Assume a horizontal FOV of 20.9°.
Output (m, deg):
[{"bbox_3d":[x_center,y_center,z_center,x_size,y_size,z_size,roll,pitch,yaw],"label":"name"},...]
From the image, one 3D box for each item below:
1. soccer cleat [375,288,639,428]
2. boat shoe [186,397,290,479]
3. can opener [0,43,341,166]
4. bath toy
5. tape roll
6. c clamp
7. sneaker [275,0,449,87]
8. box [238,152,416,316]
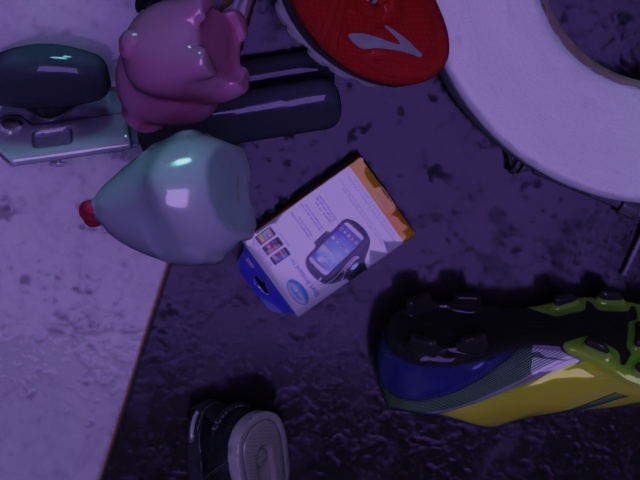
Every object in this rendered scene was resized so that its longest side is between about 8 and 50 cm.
[{"bbox_3d":[0.188,0.107,1.436,0.289,0.093,0.121,5,135,-3],"label":"soccer cleat"},{"bbox_3d":[-0.071,0.244,1.453,0.079,0.084,0.233,10,111,33],"label":"boat shoe"},{"bbox_3d":[-0.125,-0.110,1.361,0.280,0.074,0.093,-6,137,-5],"label":"can opener"},{"bbox_3d":[-0.114,-0.145,1.275,0.129,0.151,0.348,-9,72,25],"label":"bath toy"},{"bbox_3d":[0.263,-0.223,1.366,0.392,0.072,0.392,0,97,-2],"label":"tape roll"},{"bbox_3d":[0.219,-0.063,1.430,0.160,0.022,0.137,27,98,-9],"label":"c clamp"},{"bbox_3d":[0.012,-0.210,1.232,0.107,0.118,0.279,-45,120,-11],"label":"sneaker"},{"bbox_3d":[0.000,0.000,1.425,0.136,0.028,0.081,-34,101,5],"label":"box"}]
